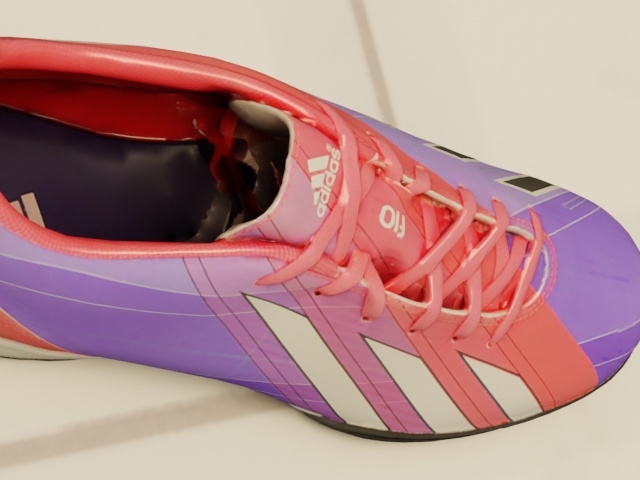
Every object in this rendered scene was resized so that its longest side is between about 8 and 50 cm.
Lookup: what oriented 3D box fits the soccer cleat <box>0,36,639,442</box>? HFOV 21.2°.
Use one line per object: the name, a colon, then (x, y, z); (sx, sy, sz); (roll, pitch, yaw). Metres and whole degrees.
soccer cleat: (0.000, 0.000, 0.567); (0.318, 0.116, 0.108); (11, 69, -28)
